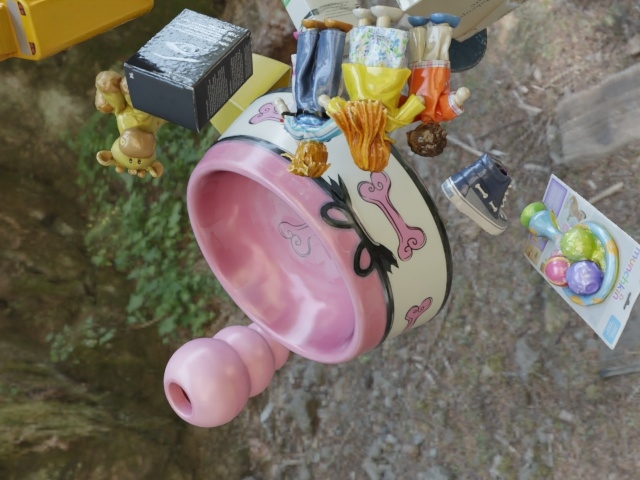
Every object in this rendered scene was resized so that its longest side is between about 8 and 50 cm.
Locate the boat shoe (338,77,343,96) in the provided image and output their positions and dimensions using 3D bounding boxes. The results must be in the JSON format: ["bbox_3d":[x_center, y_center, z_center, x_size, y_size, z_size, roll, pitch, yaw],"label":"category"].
[{"bbox_3d":[0.024,-0.365,1.799,0.170,0.063,0.059,-81,2,-46],"label":"boat shoe"}]

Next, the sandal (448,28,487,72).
[{"bbox_3d":[0.255,-0.564,1.541,0.107,0.168,0.445,-18,-83,-84],"label":"sandal"}]

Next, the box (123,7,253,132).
[{"bbox_3d":[-0.242,-0.322,1.448,0.207,0.153,0.108,-55,-21,-35],"label":"box"}]

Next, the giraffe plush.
[{"bbox_3d":[-0.380,-0.224,1.579,0.210,0.182,0.170,87,-172,-72],"label":"giraffe plush"}]

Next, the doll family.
[{"bbox_3d":[0.019,-0.144,0.790,0.263,0.118,0.163,8,96,45],"label":"doll family"}]

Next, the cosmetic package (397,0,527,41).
[{"bbox_3d":[0.233,-0.444,1.301,0.160,0.309,0.113,-29,80,27],"label":"cosmetic package"}]

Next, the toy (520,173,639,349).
[{"bbox_3d":[0.335,0.021,1.041,0.237,0.056,0.136,-114,32,-56],"label":"toy"}]

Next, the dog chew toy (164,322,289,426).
[{"bbox_3d":[-0.205,0.299,1.838,0.207,0.332,0.206,24,127,37],"label":"dog chew toy"}]

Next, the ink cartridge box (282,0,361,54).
[{"bbox_3d":[0.014,-0.555,1.888,0.087,0.153,0.208,-38,75,56],"label":"ink cartridge box"}]

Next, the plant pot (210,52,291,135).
[{"bbox_3d":[-0.226,-0.412,2.191,0.212,0.187,0.212,-50,-12,-27],"label":"plant pot"}]

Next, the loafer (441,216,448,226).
[{"bbox_3d":[0.236,-0.035,1.697,0.056,0.148,0.050,15,92,38],"label":"loafer"}]

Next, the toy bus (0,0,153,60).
[{"bbox_3d":[-0.434,-0.378,1.255,0.130,0.333,0.108,17,129,27],"label":"toy bus"}]

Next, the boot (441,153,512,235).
[{"bbox_3d":[0.265,-0.068,1.183,0.086,0.190,0.069,-38,59,20],"label":"boot"}]

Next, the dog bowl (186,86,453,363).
[{"bbox_3d":[-0.023,0.000,1.089,0.408,0.150,0.408,33,145,28],"label":"dog bowl"}]
